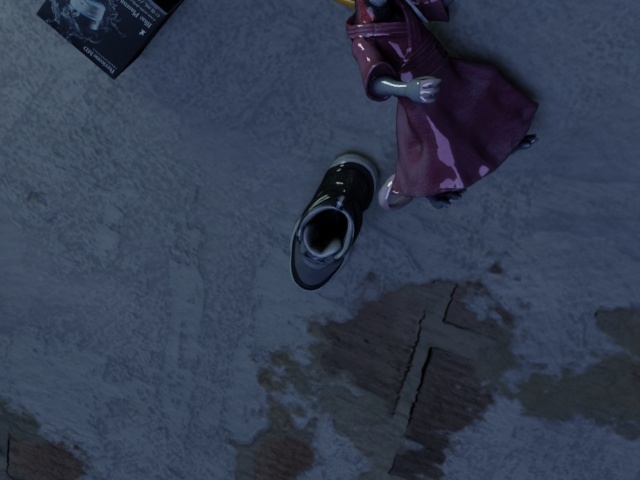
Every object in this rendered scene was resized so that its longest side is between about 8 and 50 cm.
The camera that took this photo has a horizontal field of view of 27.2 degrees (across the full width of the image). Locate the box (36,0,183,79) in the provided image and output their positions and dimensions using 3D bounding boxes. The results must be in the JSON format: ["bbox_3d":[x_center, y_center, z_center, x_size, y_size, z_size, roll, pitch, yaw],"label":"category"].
[{"bbox_3d":[-0.311,-0.356,1.980,0.156,0.093,0.158,40,126,-9],"label":"box"}]

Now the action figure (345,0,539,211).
[{"bbox_3d":[0.139,-0.248,1.871,0.370,0.248,0.276,52,149,-18],"label":"action figure"}]

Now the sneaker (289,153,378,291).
[{"bbox_3d":[0.000,0.000,2.062,0.101,0.153,0.268,26,126,2],"label":"sneaker"}]

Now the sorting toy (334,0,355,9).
[{"bbox_3d":[0.076,-0.465,1.805,0.196,0.047,0.347,12,125,11],"label":"sorting toy"}]
